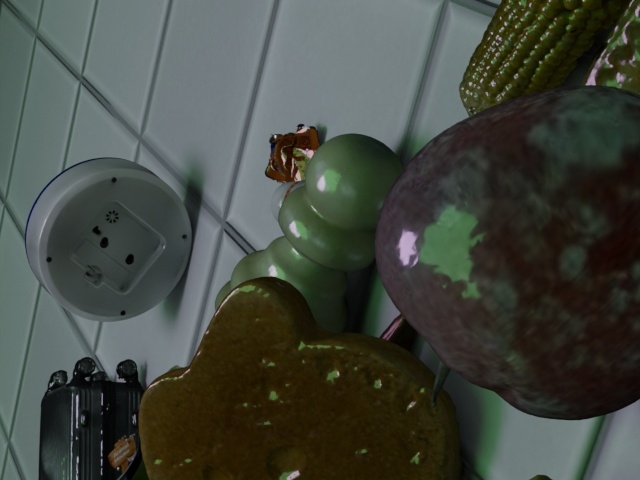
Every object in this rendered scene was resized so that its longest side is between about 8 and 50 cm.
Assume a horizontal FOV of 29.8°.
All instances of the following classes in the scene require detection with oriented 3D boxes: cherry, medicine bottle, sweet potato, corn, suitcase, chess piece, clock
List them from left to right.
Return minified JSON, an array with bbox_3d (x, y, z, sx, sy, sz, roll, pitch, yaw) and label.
[{"bbox_3d":[-0.360,0.348,1.876,0.202,0.128,0.312,-25,64,58],"label":"suitcase"},{"bbox_3d":[-0.302,0.000,1.726,0.083,0.230,0.230,35,116,58],"label":"clock"},{"bbox_3d":[-0.014,-0.042,1.384,0.089,0.057,0.057,2,87,62],"label":"medicine bottle"},{"bbox_3d":[0.000,0.000,1.277,0.251,0.144,0.144,-61,35,28],"label":"chess piece"},{"bbox_3d":[0.075,0.104,1.216,0.095,0.034,0.034,-66,33,31],"label":"sweet potato"},{"bbox_3d":[0.158,0.014,0.873,0.285,0.236,0.213,-55,24,25],"label":"cherry"},{"bbox_3d":[0.208,-0.209,0.973,0.320,0.097,0.097,-56,39,43],"label":"corn"}]

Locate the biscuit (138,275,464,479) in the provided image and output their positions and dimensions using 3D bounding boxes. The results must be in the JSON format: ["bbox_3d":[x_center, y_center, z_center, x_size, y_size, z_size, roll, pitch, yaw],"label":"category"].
[{"bbox_3d":[-0.033,0.174,1.174,0.344,0.057,0.287,-15,97,27],"label":"biscuit"}]

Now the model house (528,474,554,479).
[{"bbox_3d":[0.168,0.310,0.893,0.193,0.175,0.234,127,149,-45],"label":"model house"}]

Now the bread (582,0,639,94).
[{"bbox_3d":[0.292,-0.216,0.835,0.077,0.084,0.367,35,127,10],"label":"bread"}]

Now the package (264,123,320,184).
[{"bbox_3d":[-0.036,-0.102,1.462,0.110,0.033,0.077,14,87,57],"label":"package"}]

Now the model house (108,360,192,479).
[{"bbox_3d":[-0.130,0.195,1.402,0.294,0.207,0.154,-60,33,37],"label":"model house"}]
